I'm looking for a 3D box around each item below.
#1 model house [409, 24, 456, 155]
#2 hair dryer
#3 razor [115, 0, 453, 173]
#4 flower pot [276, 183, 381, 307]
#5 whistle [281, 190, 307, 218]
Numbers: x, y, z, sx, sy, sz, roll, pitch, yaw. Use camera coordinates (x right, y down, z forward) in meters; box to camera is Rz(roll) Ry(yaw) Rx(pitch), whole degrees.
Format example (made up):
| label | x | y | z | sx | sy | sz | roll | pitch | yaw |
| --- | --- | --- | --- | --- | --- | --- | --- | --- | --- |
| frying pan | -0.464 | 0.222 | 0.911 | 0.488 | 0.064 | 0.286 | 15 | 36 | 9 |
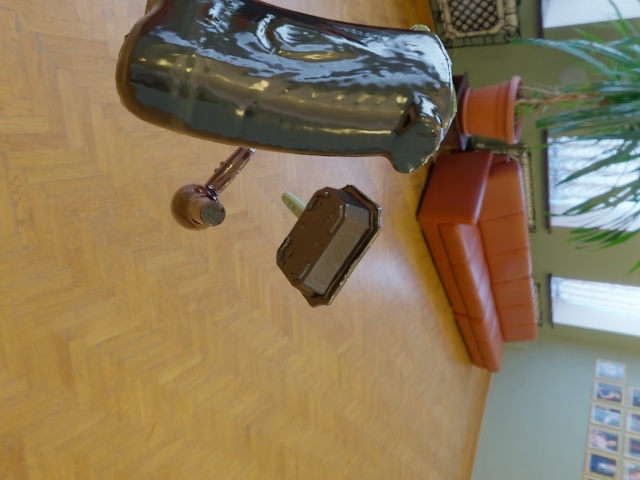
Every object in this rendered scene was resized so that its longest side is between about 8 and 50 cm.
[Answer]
| label | x | y | z | sx | sy | sz | roll | pitch | yaw |
| --- | --- | --- | --- | --- | --- | --- | --- | --- | --- |
| model house | 0.203 | -0.368 | 1.202 | 0.294 | 0.154 | 0.207 | 45 | 69 | -44 |
| hair dryer | -0.234 | -0.166 | 1.220 | 0.123 | 0.312 | 0.340 | 44 | 74 | -24 |
| razor | -0.033 | -0.180 | 0.526 | 0.113 | 0.348 | 0.204 | 105 | -6 | -51 |
| flower pot | 0.000 | 0.000 | 0.971 | 0.084 | 0.179 | 0.251 | 22 | 108 | -40 |
| whistle | -0.007 | -0.036 | 1.250 | 0.102 | 0.253 | 0.106 | -49 | 173 | 29 |
